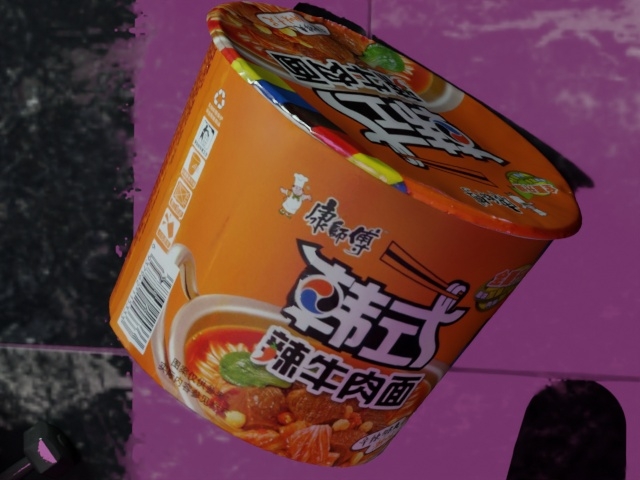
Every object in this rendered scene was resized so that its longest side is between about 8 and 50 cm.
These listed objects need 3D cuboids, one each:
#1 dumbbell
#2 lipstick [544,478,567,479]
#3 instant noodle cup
[{"bbox_3d":[-0.206,0.157,1.258,0.083,0.036,0.040,-35,90,12],"label":"dumbbell"},{"bbox_3d":[0.125,0.216,1.057,0.087,0.327,0.087,1,96,11],"label":"lipstick"},{"bbox_3d":[0.000,0.000,1.107,0.250,0.250,0.192,33,109,5],"label":"instant noodle cup"}]
